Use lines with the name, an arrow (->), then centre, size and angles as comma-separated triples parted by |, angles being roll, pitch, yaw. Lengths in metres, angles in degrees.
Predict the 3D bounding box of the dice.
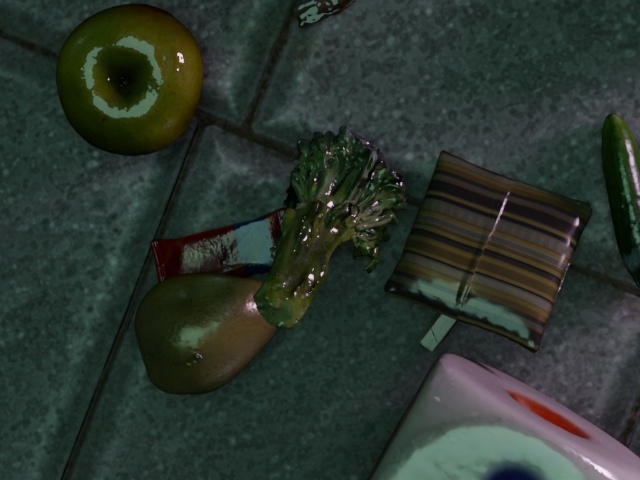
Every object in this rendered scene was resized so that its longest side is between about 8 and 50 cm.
dice -> 0.204, 0.338, 1.835 | 0.304, 0.277, 0.304 | 29, 98, 5

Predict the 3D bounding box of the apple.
apple -> -0.242, -0.207, 1.950 | 0.196, 0.157, 0.196 | 0, 93, 10

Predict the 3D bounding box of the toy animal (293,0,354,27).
toy animal -> 0.066, -0.381, 1.909 | 0.197, 0.160, 0.272 | 18, 102, 7

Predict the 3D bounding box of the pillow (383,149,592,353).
pillow -> 0.211, 0.011, 1.907 | 0.208, 0.052, 0.212 | 21, 73, 8

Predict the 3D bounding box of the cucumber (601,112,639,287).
cucumber -> 0.390, -0.038, 1.898 | 0.056, 0.056, 0.250 | -13, 89, 10

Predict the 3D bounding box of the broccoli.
broccoli -> -0.003, -0.006, 1.857 | 0.165, 0.304, 0.145 | 26, 136, 4

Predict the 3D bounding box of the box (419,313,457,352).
box -> 0.162, 0.103, 1.942 | 0.024, 0.053, 0.083 | 39, 96, 7

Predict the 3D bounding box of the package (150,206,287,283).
package -> -0.126, 0.018, 2.006 | 0.200, 0.022, 0.083 | -14, 89, 12

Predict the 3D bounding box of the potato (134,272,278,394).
potato -> -0.143, 0.115, 1.960 | 0.194, 0.157, 0.157 | -19, 88, -3
